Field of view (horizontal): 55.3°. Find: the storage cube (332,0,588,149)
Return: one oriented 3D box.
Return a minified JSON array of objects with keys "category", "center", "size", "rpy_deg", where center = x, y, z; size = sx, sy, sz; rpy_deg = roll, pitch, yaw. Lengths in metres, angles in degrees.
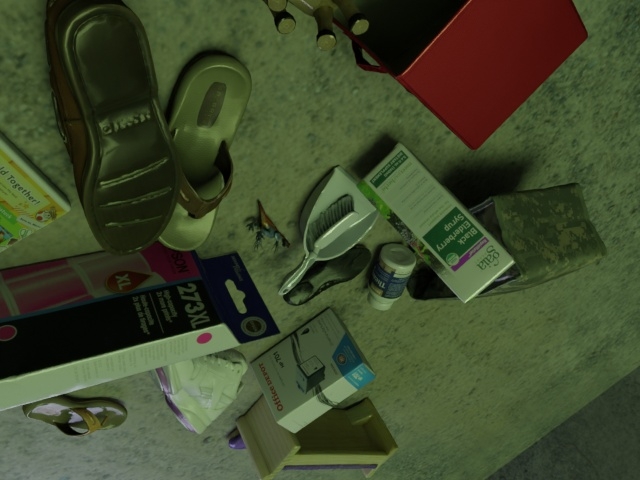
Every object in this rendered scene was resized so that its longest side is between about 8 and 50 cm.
[{"category":"storage cube","center":[0.152,-0.255,0.711],"size":[0.215,0.183,0.193],"rpy_deg":[-47,140,15]}]

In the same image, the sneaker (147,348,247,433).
[{"category":"sneaker","center":[-0.207,0.202,1.019],"size":[0.152,0.114,0.305],"rpy_deg":[-35,147,-20]}]

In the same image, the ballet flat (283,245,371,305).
[{"category":"ballet flat","center":[0.010,0.055,1.054],"size":[0.173,0.049,0.057],"rpy_deg":[-28,108,-13]}]

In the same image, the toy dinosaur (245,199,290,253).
[{"category":"toy dinosaur","center":[-0.071,-0.012,0.924],"size":[0.082,0.047,0.090],"rpy_deg":[-6,126,-55]}]

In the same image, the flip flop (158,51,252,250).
[{"category":"flip flop","center":[-0.148,-0.092,0.754],"size":[0.112,0.080,0.277],"rpy_deg":[2,129,-35]}]

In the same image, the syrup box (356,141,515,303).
[{"category":"syrup box","center":[0.173,-0.026,0.908],"size":[0.093,0.237,0.096],"rpy_deg":[-44,167,13]}]

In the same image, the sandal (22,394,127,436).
[{"category":"sandal","center":[-0.401,0.294,1.005],"size":[0.072,0.049,0.180],"rpy_deg":[-44,140,13]}]

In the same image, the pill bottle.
[{"category":"pill bottle","center":[0.125,0.069,1.117],"size":[0.067,0.067,0.120],"rpy_deg":[-7,134,-28]}]

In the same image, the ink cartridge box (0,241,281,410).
[{"category":"ink cartridge box","center":[-0.251,0.089,0.795],"size":[0.371,0.175,0.069],"rpy_deg":[-10,135,-26]}]

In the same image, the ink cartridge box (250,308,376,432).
[{"category":"ink cartridge box","center":[-0.015,0.243,1.142],"size":[0.191,0.139,0.082],"rpy_deg":[-35,142,2]}]

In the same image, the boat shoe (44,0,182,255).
[{"category":"boat shoe","center":[-0.223,-0.123,0.658],"size":[0.111,0.104,0.307],"rpy_deg":[-19,138,-30]}]

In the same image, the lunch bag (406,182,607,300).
[{"category":"lunch bag","center":[0.311,0.020,1.104],"size":[0.235,0.168,0.287],"rpy_deg":[-9,165,-32]}]

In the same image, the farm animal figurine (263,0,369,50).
[{"category":"farm animal figurine","center":[-0.103,-0.314,0.506],"size":[0.327,0.172,0.330],"rpy_deg":[-14,147,-4]}]

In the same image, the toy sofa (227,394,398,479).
[{"category":"toy sofa","center":[-0.014,0.452,1.351],"size":[0.363,0.150,0.177],"rpy_deg":[21,116,-45]}]

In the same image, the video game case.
[{"category":"video game case","center":[-0.424,-0.053,0.652],"size":[0.206,0.026,0.227],"rpy_deg":[-31,140,-2]}]

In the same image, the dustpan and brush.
[{"category":"dustpan and brush","center":[0.000,0.000,0.965],"size":[0.211,0.060,0.147],"rpy_deg":[-43,140,11]}]
